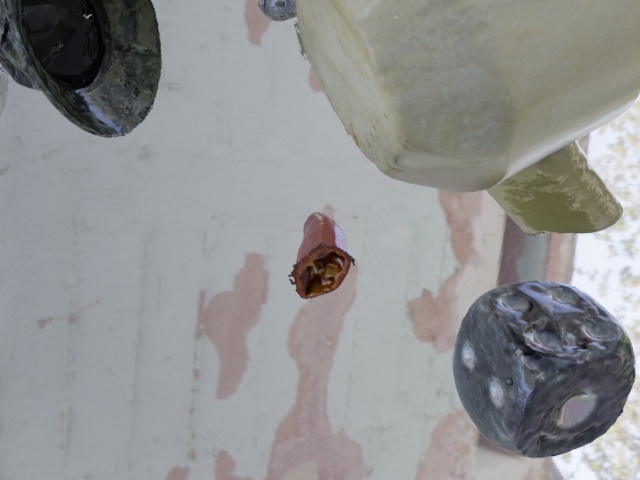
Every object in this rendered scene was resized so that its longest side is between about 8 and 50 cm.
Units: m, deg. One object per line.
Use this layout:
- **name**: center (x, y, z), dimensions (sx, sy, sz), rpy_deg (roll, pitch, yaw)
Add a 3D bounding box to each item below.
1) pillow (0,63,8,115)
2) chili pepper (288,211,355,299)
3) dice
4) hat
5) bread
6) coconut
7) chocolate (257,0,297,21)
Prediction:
- **pillow**: center (-0.530, -0.232, 1.171), dimensions (0.093, 0.335, 0.161), rpy_deg (40, -115, -7)
- **chili pepper**: center (-0.001, 0.004, 1.035), dimensions (0.088, 0.169, 0.065), rpy_deg (-40, -69, 17)
- **dice**: center (0.298, 0.171, 1.053), dimensions (0.182, 0.183, 0.181), rpy_deg (-4, -57, -19)
- **hat**: center (-0.303, -0.240, 0.875), dimensions (0.265, 0.128, 0.265), rpy_deg (-5, -90, -67)
- **bread**: center (0.262, -0.068, 0.921), dimensions (0.178, 0.140, 0.060), rpy_deg (38, -116, -39)
- **coconut**: center (0.147, -0.205, 0.723), dimensions (0.323, 0.323, 0.322), rpy_deg (-9, -76, -39)
- **chocolate**: center (-0.056, -0.493, 1.599), dimensions (0.072, 0.167, 0.072), rpy_deg (-5, -83, -52)
